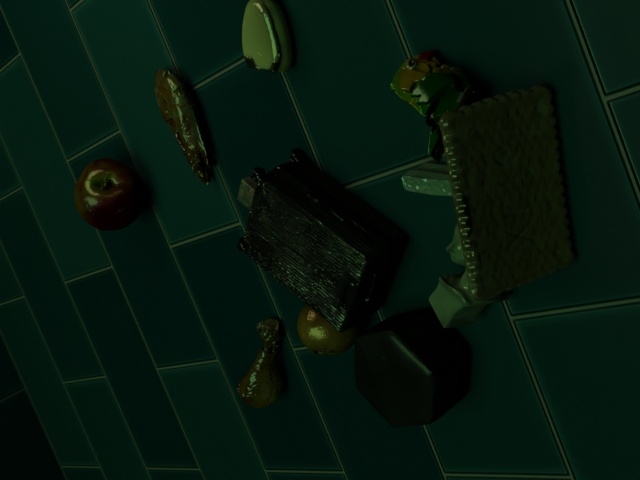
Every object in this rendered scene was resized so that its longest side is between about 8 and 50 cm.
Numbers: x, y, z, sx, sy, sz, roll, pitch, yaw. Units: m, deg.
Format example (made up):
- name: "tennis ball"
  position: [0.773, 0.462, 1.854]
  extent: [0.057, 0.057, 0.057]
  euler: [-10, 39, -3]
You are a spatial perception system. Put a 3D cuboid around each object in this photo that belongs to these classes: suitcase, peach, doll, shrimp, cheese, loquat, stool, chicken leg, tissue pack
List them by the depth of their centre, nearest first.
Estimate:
- name: "doll"
  position: [0.198, -0.246, 1.571]
  extent: [0.134, 0.106, 0.186]
  euler: [-43, 56, 16]
- name: "cheese"
  position: [-0.115, -0.468, 1.827]
  extent: [0.127, 0.054, 0.252]
  euler: [19, 122, 39]
- name: "stool"
  position: [0.182, 0.256, 1.833]
  extent: [0.232, 0.141, 0.232]
  euler: [23, 126, 36]
- name: "suitcase"
  position: [0.000, 0.000, 1.886]
  extent: [0.335, 0.152, 0.230]
  euler: [37, 134, 24]
- name: "loquat"
  position: [0.021, 0.185, 1.965]
  extent: [0.141, 0.141, 0.141]
  euler: [23, 126, 37]
- name: "tissue pack"
  position: [-0.151, -0.098, 2.072]
  extent: [0.083, 0.035, 0.063]
  euler: [38, 133, 25]
- name: "shrimp"
  position: [-0.326, -0.266, 2.152]
  extent: [0.154, 0.062, 0.295]
  euler: [-11, 100, 61]
- name: "chicken leg"
  position: [-0.138, 0.306, 2.229]
  extent: [0.087, 0.107, 0.252]
  euler: [42, 129, 47]
- name: "peach"
  position: [-0.551, -0.114, 2.376]
  extent: [0.197, 0.197, 0.197]
  euler: [23, 126, 37]

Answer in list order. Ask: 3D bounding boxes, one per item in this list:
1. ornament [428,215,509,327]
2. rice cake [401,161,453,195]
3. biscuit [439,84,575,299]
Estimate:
- name: "ornament"
  position: [0.288, 0.049, 1.639]
  extent: [0.120, 0.130, 0.285]
  euler: [50, 149, 39]
- name: "rice cake"
  position: [0.255, -0.105, 1.612]
  extent: [0.226, 0.085, 0.040]
  euler: [11, 121, 44]
- name: "biscuit"
  position: [0.308, -0.078, 1.485]
  extent: [0.044, 0.217, 0.325]
  euler: [24, 130, 63]
